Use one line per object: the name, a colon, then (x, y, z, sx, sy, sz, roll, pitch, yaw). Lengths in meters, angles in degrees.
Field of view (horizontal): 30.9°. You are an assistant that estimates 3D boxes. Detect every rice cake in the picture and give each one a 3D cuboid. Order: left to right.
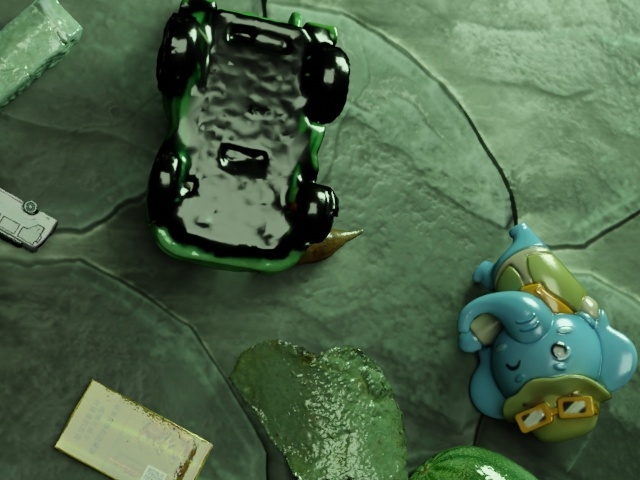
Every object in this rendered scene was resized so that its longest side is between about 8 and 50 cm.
rice cake: (-0.360, -0.196, 1.324, 0.069, 0.063, 0.206, 44, 69, -9)

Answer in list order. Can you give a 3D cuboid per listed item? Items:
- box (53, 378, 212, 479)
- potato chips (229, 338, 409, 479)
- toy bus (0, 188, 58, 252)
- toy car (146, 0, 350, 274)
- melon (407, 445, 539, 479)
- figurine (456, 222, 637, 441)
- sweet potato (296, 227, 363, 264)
box: (-0.206, 0.228, 1.282, 0.156, 0.022, 0.089, 29, 70, -9)
potato chips: (0.005, 0.201, 1.339, 0.228, 0.059, 0.167, 13, 82, -14)
toy bus: (-0.360, -0.035, 1.295, 0.130, 0.037, 0.052, 30, 71, -7)
toy car: (-0.091, -0.137, 1.342, 0.213, 0.176, 0.359, 9, 77, -15)
melon: (0.207, 0.361, 1.292, 0.182, 0.182, 0.288, -35, 88, -22)
figurine: (0.256, 0.118, 1.407, 0.180, 0.154, 0.262, -21, 66, -13)
sweet potato: (0.000, 0.000, 1.395, 0.117, 0.049, 0.049, -13, 80, -24)
